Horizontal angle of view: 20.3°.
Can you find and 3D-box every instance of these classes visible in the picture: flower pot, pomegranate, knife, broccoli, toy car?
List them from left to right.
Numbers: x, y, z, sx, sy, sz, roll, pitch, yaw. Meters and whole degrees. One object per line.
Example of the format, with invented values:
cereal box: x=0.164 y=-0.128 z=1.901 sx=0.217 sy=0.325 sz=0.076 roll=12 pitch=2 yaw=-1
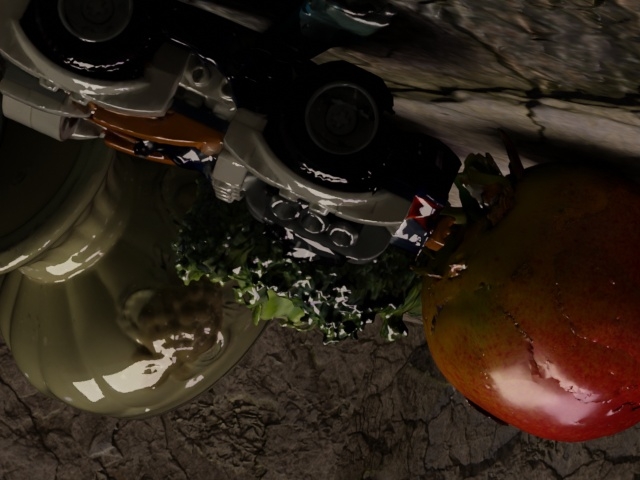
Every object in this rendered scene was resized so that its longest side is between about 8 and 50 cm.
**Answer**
flower pot: x=-0.199 y=-0.007 z=1.617 sx=0.307 sy=0.307 sz=0.244 roll=12 pitch=159 yaw=45
toy car: x=-0.057 y=-0.073 z=1.066 sx=0.301 sy=0.118 sz=0.193 roll=27 pitch=174 yaw=-1
knife: x=-0.007 y=-0.122 z=1.087 sx=0.044 sy=0.026 sz=0.296 roll=15 pitch=176 yaw=-10
broccoli: x=0.000 y=-0.002 z=1.396 sx=0.198 sy=0.226 sz=0.176 roll=45 pitch=165 yaw=28
pomegranate: x=0.168 y=0.036 z=1.307 sx=0.235 sy=0.210 sz=0.210 roll=44 pitch=169 yaw=-11

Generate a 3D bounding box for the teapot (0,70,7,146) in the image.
teapot: x=-0.394 y=-0.137 z=1.555 sx=0.225 sy=0.171 sz=0.203 roll=21 pitch=149 yaw=53
